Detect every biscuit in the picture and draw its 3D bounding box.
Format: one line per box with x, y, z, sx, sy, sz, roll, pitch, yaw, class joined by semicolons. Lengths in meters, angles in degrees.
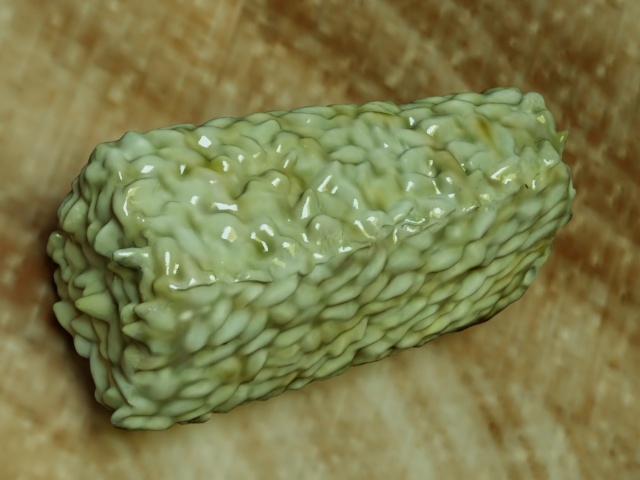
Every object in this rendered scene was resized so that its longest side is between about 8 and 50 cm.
0.000;0.000;0.590;0.168;0.082;0.070;-14;61;-30;biscuit
